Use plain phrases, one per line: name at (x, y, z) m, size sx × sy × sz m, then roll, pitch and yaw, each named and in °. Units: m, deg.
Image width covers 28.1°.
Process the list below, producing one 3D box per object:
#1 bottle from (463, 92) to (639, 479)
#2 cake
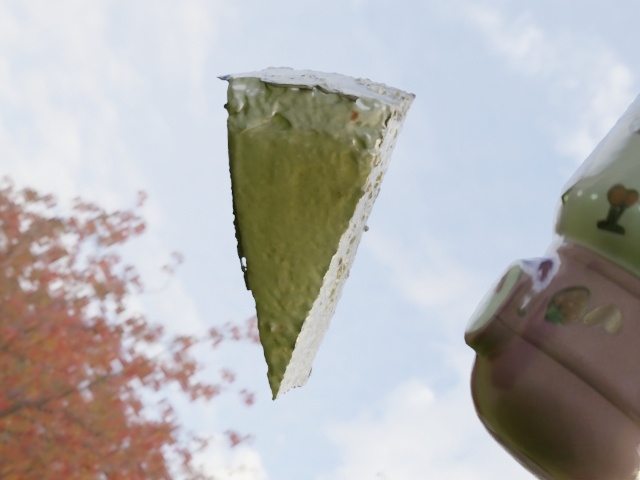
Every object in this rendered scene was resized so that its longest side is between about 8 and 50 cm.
bottle at (0.158, -0.010, 0.487) m, size 0.120 × 0.253 × 0.120 m, roll 41°, pitch -7°, yaw 6°
cake at (0.000, 0.000, 0.453) m, size 0.065 × 0.052 × 0.121 m, roll 1°, pitch -76°, yaw 15°
